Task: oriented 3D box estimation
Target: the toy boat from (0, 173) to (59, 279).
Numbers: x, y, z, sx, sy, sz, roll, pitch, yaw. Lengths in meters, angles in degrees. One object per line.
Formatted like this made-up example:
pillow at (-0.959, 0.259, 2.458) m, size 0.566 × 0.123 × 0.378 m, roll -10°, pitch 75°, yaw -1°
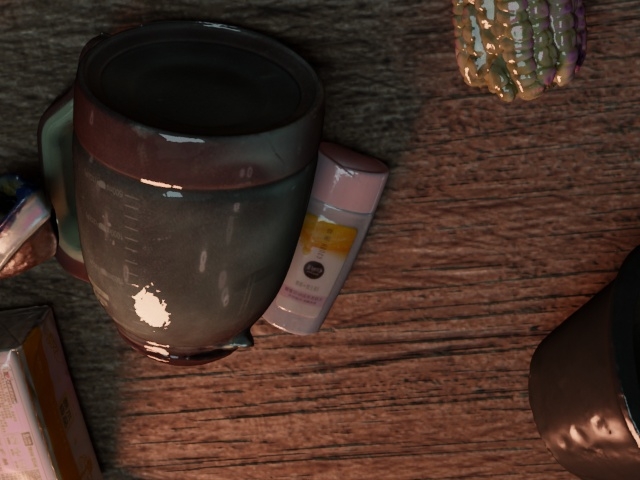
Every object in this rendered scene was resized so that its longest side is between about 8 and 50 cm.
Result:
toy boat at (-0.360, -0.025, 1.940) m, size 0.262 × 0.114 × 0.115 m, roll -3°, pitch 133°, yaw 41°

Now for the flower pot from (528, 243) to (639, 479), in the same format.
flower pot at (0.310, 0.142, 1.863) m, size 0.166 × 0.269 × 0.269 m, roll -20°, pitch 111°, yaw 41°

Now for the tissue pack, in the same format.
tissue pack at (-0.353, 0.196, 2.061) m, size 0.185 × 0.124 × 0.225 m, roll -8°, pitch 113°, yaw 14°

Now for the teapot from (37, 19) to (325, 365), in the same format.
teapot at (-0.160, -0.041, 1.882) m, size 0.315 × 0.233 × 0.312 m, roll 29°, pitch 127°, yaw 30°

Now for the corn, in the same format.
corn at (0.174, -0.290, 1.739) m, size 0.126 × 0.126 × 0.335 m, roll -2°, pitch 111°, yaw 12°

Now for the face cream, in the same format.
face cream at (0.000, 0.000, 1.938) m, size 0.084 × 0.057 × 0.198 m, roll 18°, pitch 117°, yaw -5°
